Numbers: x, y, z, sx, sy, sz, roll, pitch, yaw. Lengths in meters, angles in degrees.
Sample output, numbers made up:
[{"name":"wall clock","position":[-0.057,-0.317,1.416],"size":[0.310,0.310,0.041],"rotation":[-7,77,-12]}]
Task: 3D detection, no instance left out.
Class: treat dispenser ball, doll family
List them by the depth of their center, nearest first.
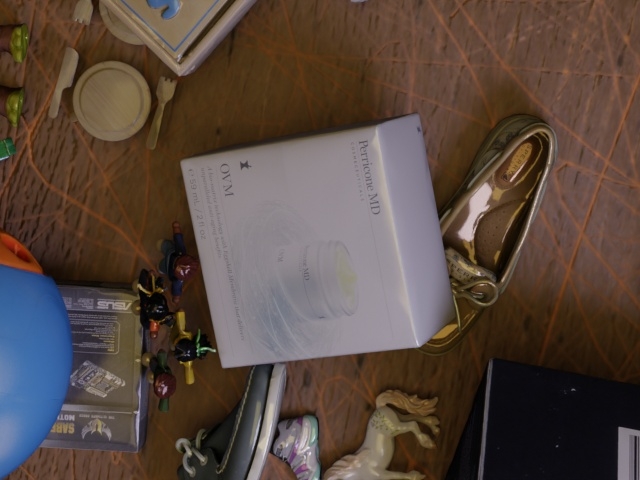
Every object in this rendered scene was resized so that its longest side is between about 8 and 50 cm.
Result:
[{"name":"treat dispenser ball","position":[-0.387,0.111,1.376],"size":[0.288,0.288,0.288],"rotation":[0,97,1]},{"name":"doll family","position":[-0.156,0.079,1.465],"size":[0.076,0.111,0.193],"rotation":[-13,99,-11]}]

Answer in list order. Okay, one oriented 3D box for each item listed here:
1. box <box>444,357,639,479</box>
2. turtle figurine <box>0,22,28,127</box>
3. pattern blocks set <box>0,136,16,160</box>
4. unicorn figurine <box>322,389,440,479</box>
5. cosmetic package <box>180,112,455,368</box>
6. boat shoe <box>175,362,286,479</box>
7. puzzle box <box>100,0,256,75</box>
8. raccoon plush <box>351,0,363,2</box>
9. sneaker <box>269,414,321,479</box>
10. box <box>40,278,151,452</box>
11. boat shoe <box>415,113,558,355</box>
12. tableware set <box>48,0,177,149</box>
[{"name":"box","position":[0.296,0.301,1.418],"size":[0.343,0.179,0.313],"rotation":[11,140,0]},{"name":"turtle figurine","position":[-0.428,-0.175,1.502],"size":[0.217,0.087,0.270],"rotation":[6,89,-7]},{"name":"pattern blocks set","position":[-0.462,-0.035,1.422],"size":[0.324,0.285,0.026],"rotation":[-22,97,-11]},{"name":"unicorn figurine","position":[0.067,0.241,1.559],"size":[0.111,0.060,0.162],"rotation":[18,79,-2]},{"name":"cosmetic package","position":[0.000,0.000,1.453],"size":[0.224,0.138,0.224],"rotation":[-9,97,22]},{"name":"boat shoe","position":[-0.119,0.259,1.509],"size":[0.099,0.116,0.320],"rotation":[21,116,1]},{"name":"puzzle box","position":[-0.104,-0.400,1.405],"size":[0.272,0.052,0.409],"rotation":[43,109,0]},{"name":"raccoon plush","position":[0.155,-0.473,1.402],"size":[0.446,0.216,0.299],"rotation":[-26,88,5]},{"name":"sneaker","position":[-0.034,0.244,1.570],"size":[0.069,0.038,0.098],"rotation":[-3,87,3]},{"name":"box","position":[-0.305,0.134,1.551],"size":[0.231,0.056,0.183],"rotation":[2,97,1]},{"name":"boat shoe","position":[0.166,-0.004,1.505],"size":[0.104,0.089,0.285],"rotation":[24,97,-2]},{"name":"tableware set","position":[-0.208,-0.202,1.517],"size":[0.128,0.039,0.194],"rotation":[18,96,3]}]
